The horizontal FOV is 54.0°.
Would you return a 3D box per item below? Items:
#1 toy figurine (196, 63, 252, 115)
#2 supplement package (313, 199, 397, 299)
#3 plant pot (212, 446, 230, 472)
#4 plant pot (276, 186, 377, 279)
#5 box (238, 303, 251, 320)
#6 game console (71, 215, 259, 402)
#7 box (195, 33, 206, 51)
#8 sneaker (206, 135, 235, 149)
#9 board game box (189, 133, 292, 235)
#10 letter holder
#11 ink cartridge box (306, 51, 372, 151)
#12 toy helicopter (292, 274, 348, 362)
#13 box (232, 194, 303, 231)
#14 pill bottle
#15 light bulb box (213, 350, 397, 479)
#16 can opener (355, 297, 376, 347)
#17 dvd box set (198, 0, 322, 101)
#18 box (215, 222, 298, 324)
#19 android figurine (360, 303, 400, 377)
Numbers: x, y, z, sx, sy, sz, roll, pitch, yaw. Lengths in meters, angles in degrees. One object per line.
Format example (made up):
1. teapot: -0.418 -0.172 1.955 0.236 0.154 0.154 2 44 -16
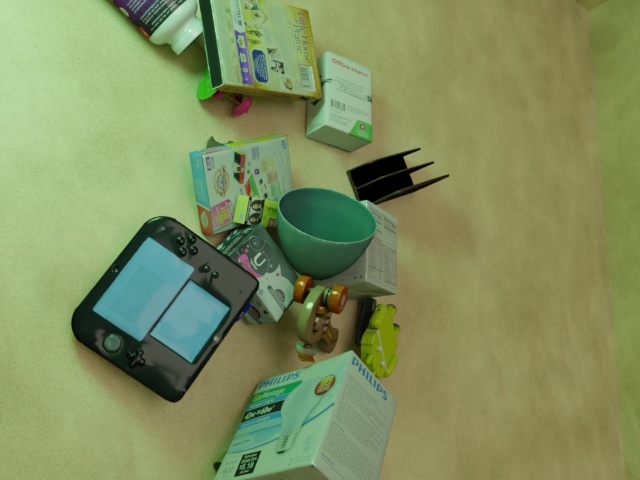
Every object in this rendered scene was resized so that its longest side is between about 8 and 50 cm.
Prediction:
1. toy figurine: -0.286 -0.464 1.964 0.159 0.130 0.173 35 33 -41
2. supplement package: 0.116 0.038 2.019 0.198 0.199 0.262 25 61 -50
3. plant pot: -0.235 0.595 1.701 0.083 0.083 0.079 51 41 -14
4. plant pot: 0.000 0.000 1.842 0.291 0.195 0.290 11 34 -7
5. box: -0.283 0.162 1.752 0.137 0.126 0.072 53 54 -14
6. game console: -0.393 0.164 1.606 0.342 0.060 0.386 36 73 -4
7. box: -0.292 -0.722 2.012 0.094 0.113 0.275 45 56 -20
8. sneaker: -0.261 -0.273 1.934 0.189 0.066 0.071 12 66 -36
9. board game box: -0.226 -0.174 1.876 0.317 0.064 0.242 -20 114 -39
10. letter holder: 0.286 -0.239 2.248 0.302 0.214 0.151 -20 90 -39
11. ink cartridge box: 0.068 -0.485 2.211 0.211 0.122 0.288 14 69 -34
12. toy helicopter: -0.002 0.269 1.852 0.355 0.140 0.234 66 41 -61
13. box: -0.149 -0.078 1.885 0.232 0.058 0.087 10 93 -45
14. pill bottle: -0.485 -0.699 1.811 0.323 0.182 0.181 46 54 -18
15. light bulb box: -0.031 0.525 1.634 0.225 0.358 0.361 51 35 -20
16. can opener: 0.147 0.219 2.114 0.093 0.074 0.280 7 67 0
17. dvd box set: -0.176 -0.598 1.942 0.421 0.062 0.307 -8 88 -48
18. box: -0.190 0.100 1.808 0.247 0.142 0.163 56 48 -19
19. android figurine: 0.199 0.336 2.056 0.273 0.056 0.248 -51 136 -51
